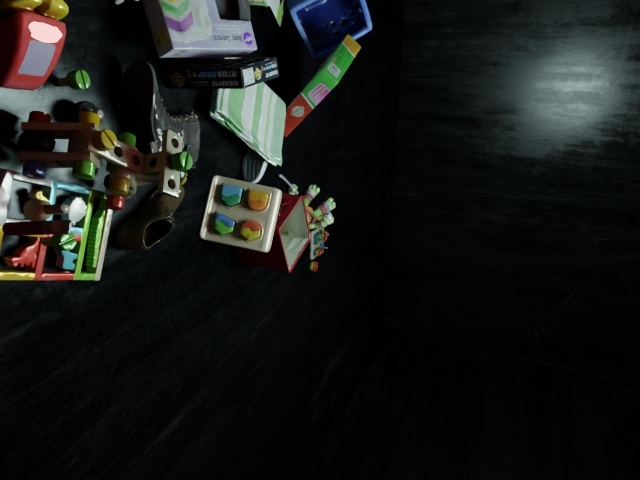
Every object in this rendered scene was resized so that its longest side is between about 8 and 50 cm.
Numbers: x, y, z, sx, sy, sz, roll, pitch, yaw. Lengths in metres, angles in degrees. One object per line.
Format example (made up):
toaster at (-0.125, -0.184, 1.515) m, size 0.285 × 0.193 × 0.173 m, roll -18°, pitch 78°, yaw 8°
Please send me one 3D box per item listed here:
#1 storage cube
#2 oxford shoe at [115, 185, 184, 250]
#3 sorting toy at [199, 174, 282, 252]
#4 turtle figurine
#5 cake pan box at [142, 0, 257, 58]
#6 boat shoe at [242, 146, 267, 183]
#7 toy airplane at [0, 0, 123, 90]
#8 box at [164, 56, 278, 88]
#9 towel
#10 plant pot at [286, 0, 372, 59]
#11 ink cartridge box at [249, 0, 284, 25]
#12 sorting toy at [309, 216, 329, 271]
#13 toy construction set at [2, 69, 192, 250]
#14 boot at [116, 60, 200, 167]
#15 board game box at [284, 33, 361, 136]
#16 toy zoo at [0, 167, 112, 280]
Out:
storage cube at (-0.164, -0.037, 1.591) m, size 0.183 × 0.193 × 0.214 m, roll -60°, pitch 150°, yaw -42°
oxford shoe at (-0.380, -0.055, 1.171) m, size 0.082 × 0.096 × 0.227 m, roll 74°, pitch 31°, yaw -45°
sorting toy at (-0.230, -0.078, 1.415) m, size 0.038 × 0.209 × 0.192 m, roll 157°, pitch -55°, yaw -80°
turtle figurine at (-0.027, -0.146, 1.891) m, size 0.266 × 0.198 × 0.274 m, roll -51°, pitch 148°, yaw -58°
cake pan box at (-0.276, -0.542, 1.097) m, size 0.267 × 0.070 × 0.245 m, roll -24°, pitch 106°, yaw -48°
boat shoe at (-0.189, -0.287, 1.569) m, size 0.076 × 0.083 × 0.226 m, roll 24°, pitch 75°, yaw -67°
toy airplane at (-0.413, -0.459, 0.669) m, size 0.384 × 0.273 × 0.385 m, roll 69°, pitch 37°, yaw -51°
box at (-0.241, -0.412, 1.198) m, size 0.175 × 0.221 × 0.051 m, roll -49°, pitch 140°, yaw -55°
towel at (-0.201, -0.393, 1.447) m, size 0.325 × 0.038 × 0.247 m, roll 33°, pitch 55°, yaw -56°
plant pot at (0.009, -0.791, 1.616) m, size 0.212 × 0.236 × 0.236 m, roll 67°, pitch 8°, yaw 27°
ink cartridge box at (-0.174, -0.762, 1.398) m, size 0.255 × 0.097 × 0.188 m, roll 13°, pitch 86°, yaw -79°
sorting toy at (0.000, 0.000, 2.225) m, size 0.132 × 0.047 × 0.274 m, roll -36°, pitch 131°, yaw -61°
toy construction set at (-0.379, -0.119, 0.871) m, size 0.257 × 0.238 × 0.308 m, roll 66°, pitch 31°, yaw -46°
boot at (-0.364, -0.285, 1.152) m, size 0.229 × 0.091 × 0.262 m, roll -46°, pitch 145°, yaw -64°
board game box at (-0.016, -0.521, 1.655) m, size 0.064 × 0.317 × 0.242 m, roll 39°, pitch 51°, yaw -15°
toy zoo at (-0.520, -0.021, 0.915) m, size 0.293 × 0.030 × 0.192 m, roll 12°, pitch 88°, yaw -69°
